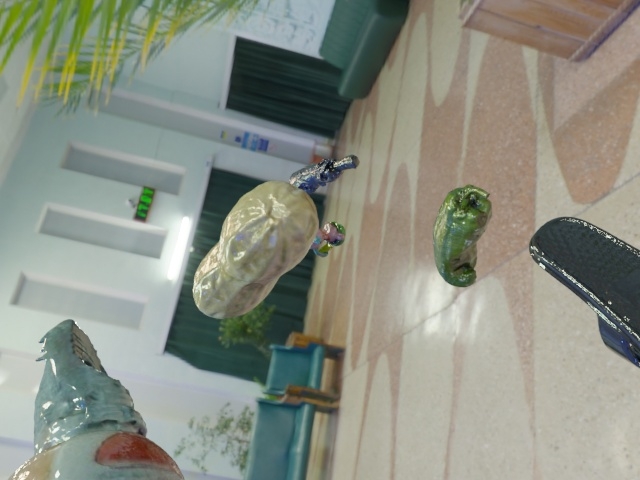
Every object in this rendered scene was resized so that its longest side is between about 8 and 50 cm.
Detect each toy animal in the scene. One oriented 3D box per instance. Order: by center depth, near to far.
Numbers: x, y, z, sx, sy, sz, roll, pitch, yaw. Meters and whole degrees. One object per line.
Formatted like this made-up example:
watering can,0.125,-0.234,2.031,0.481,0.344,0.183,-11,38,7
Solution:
toy animal,0.000,0.000,1.652,0.208,0.100,0.103,-10,-79,-68

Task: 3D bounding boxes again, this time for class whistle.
whistle,-0.225,0.215,0.587,0.347,0.189,0.189,-113,31,-41

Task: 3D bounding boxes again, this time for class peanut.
peanut,-0.101,0.024,0.810,0.256,0.124,0.123,-48,23,33

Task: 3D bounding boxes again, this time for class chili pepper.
chili pepper,0.188,-0.022,0.759,0.072,0.073,0.203,-42,-31,-27

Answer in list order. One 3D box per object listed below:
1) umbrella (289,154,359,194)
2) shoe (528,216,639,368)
umbrella,0.014,-0.150,1.307,0.248,0.071,0.070,-10,65,53
shoe,0.201,0.045,0.374,0.159,0.062,0.053,48,165,36
